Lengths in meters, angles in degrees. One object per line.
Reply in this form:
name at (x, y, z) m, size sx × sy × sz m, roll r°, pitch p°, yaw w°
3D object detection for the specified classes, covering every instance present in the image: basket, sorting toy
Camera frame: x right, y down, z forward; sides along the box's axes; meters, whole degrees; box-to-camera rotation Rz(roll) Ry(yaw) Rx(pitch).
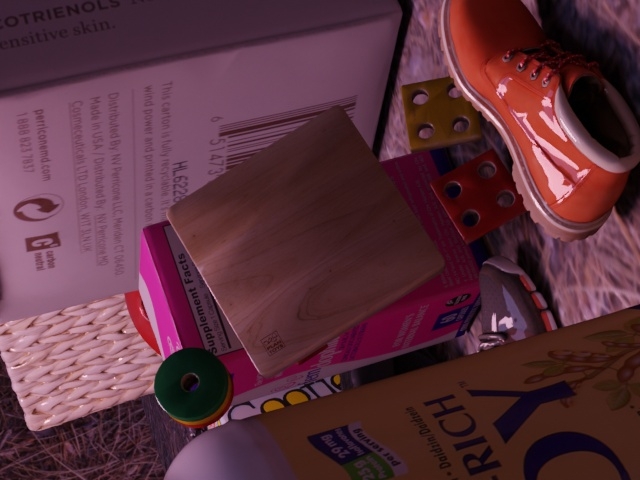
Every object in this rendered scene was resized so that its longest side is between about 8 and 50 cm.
basket at (-0.279, 0.014, 1.958) m, size 0.328 × 0.331 × 0.266 m, roll -122°, pitch 16°, yaw -52°
sorting toy at (0.000, 0.000, 0.979) m, size 0.132 × 0.274 × 0.046 m, roll 57°, pitch 178°, yaw 24°

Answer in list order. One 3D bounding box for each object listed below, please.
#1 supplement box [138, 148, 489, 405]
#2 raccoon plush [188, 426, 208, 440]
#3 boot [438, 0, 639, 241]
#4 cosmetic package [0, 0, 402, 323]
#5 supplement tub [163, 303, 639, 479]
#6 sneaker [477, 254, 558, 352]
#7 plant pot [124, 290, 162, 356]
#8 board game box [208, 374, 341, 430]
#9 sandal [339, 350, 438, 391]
supplement box at (-0.007, 0.029, 1.069) m, size 0.111 × 0.220 × 0.114 m, roll 106°, pitch 147°, yaw -66°
raccoon plush at (-0.123, 0.339, 1.947) m, size 0.299 × 0.216 × 0.447 m, roll 126°, pitch 128°, yaw -63°
boot at (0.118, -0.086, 0.812) m, size 0.158 × 0.059 × 0.085 m, roll 62°, pitch 160°, yaw 18°
cosmetic package at (-0.165, -0.203, 1.243) m, size 0.329 × 0.327 × 0.394 m, roll 99°, pitch 154°, yaw -59°
supplement tub at (0.065, 0.174, 0.695) m, size 0.241 × 0.331 × 0.241 m, roll 165°, pitch 90°, yaw -76°
sneaker at (0.117, 0.089, 0.967) m, size 0.061 × 0.064 × 0.158 m, roll 167°, pitch 88°, yaw -76°
plant pot at (-0.081, 0.013, 1.430) m, size 0.174 × 0.191 × 0.191 m, roll 117°, pitch 137°, yaw -63°
board game box at (-0.002, 0.233, 1.431) m, size 0.275 × 0.144 × 0.142 m, roll -126°, pitch 26°, yaw -55°
sandal at (0.081, 0.158, 1.158) m, size 0.446 × 0.107 × 0.168 m, roll -100°, pitch 5°, yaw -45°
